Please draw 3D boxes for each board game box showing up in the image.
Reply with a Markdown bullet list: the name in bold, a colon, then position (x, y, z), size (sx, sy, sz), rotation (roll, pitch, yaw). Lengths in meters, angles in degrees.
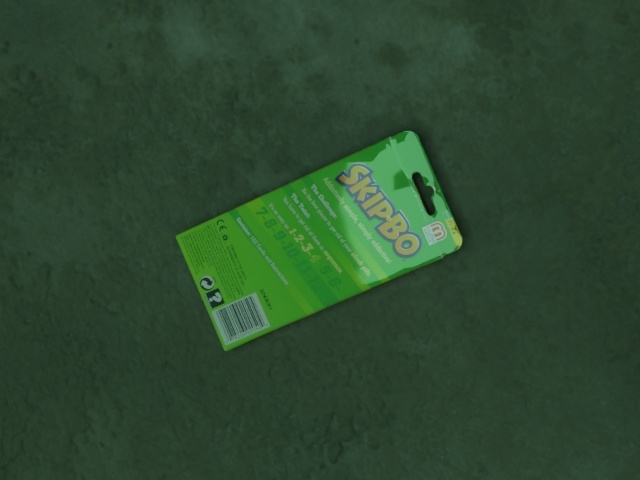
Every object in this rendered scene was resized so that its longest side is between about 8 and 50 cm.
- **board game box**: position (0.000, 0.000, 1.586), size (0.259, 0.039, 0.124), rotation (-24, 88, 18)
